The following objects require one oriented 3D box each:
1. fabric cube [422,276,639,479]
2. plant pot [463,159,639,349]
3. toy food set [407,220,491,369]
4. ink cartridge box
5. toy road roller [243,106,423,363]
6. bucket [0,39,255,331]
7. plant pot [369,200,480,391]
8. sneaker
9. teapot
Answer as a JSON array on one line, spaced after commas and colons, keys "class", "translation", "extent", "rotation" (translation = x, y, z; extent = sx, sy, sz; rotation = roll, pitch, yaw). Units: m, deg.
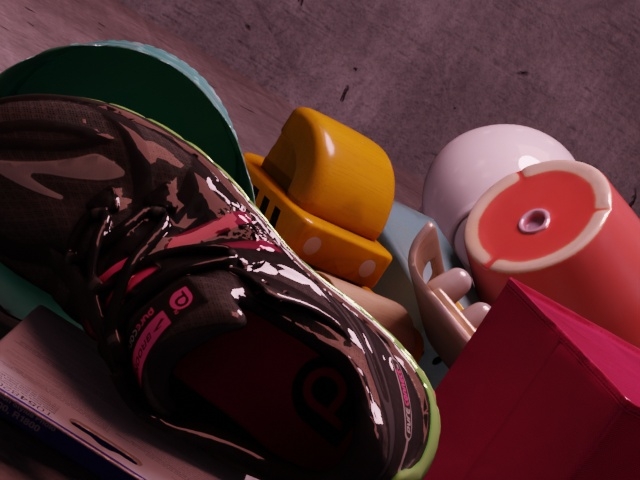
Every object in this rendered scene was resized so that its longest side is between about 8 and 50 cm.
[{"class": "fabric cube", "translation": [0.235, 0.235, 1.424], "extent": [0.254, 0.258, 0.259], "rotation": [29, 11, -25]}, {"class": "plant pot", "translation": [0.314, 0.048, 2.036], "extent": [0.275, 0.275, 0.243], "rotation": [47, -8, 51]}, {"class": "toy food set", "translation": [0.210, 0.133, 1.724], "extent": [0.306, 0.092, 0.220], "rotation": [52, -7, 21]}, {"class": "ink cartridge box", "translation": [-0.161, 0.147, 1.236], "extent": [0.223, 0.045, 0.224], "rotation": [33, 10, -2]}, {"class": "toy road roller", "translation": [0.000, 0.000, 1.830], "extent": [0.202, 0.240, 0.329], "rotation": [22, 15, -44]}, {"class": "bucket", "translation": [-0.195, -0.055, 1.468], "extent": [0.281, 0.281, 0.183], "rotation": [31, 9, -9]}, {"class": "plant pot", "translation": [0.094, 0.079, 1.998], "extent": [0.166, 0.165, 0.234], "rotation": [23, 22, -41]}, {"class": "sneaker", "translation": [-0.111, 0.036, 1.261], "extent": [0.483, 0.185, 0.202], "rotation": [34, 6, 9]}, {"class": "teapot", "translation": [0.253, -0.027, 2.265], "extent": [0.252, 0.256, 0.187], "rotation": [23, 41, -10]}]
